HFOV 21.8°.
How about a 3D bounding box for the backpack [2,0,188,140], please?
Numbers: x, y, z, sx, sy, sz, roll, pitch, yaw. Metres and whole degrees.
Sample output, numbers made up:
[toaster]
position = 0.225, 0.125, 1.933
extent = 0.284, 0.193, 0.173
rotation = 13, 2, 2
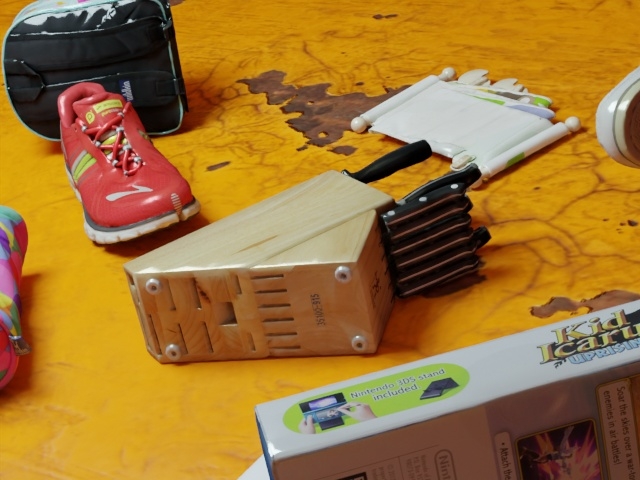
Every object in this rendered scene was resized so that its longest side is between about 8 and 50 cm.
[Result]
[backpack]
position = -0.249, -0.195, 1.803
extent = 0.188, 0.166, 0.144
rotation = -12, 25, -5

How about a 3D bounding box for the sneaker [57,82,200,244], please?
[sneaker]
position = -0.205, -0.082, 1.620
extent = 0.107, 0.118, 0.279
rotation = -22, 28, -17

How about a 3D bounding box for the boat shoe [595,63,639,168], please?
[boat shoe]
position = 0.343, -0.136, 1.517
extent = 0.302, 0.113, 0.103
rotation = -20, 25, -37

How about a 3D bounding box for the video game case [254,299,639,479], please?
[video game case]
position = 0.114, 0.174, 0.826
extent = 0.244, 0.270, 0.061
rotation = -14, 25, -5

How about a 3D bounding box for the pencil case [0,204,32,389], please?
[pencil case]
position = -0.303, 0.045, 1.440
extent = 0.104, 0.104, 0.236
rotation = -14, 26, -3

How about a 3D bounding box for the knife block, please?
[knife block]
position = 0.000, 0.000, 1.412
extent = 0.275, 0.088, 0.242
rotation = -4, 27, 16

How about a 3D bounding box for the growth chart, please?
[growth chart]
position = 0.145, -0.121, 1.655
extent = 0.172, 0.021, 0.237
rotation = -25, 30, -25

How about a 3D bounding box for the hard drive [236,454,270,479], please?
[hard drive]
position = 0.005, 0.210, 1.056
extent = 0.210, 0.040, 0.318
rotation = 8, 33, 35
